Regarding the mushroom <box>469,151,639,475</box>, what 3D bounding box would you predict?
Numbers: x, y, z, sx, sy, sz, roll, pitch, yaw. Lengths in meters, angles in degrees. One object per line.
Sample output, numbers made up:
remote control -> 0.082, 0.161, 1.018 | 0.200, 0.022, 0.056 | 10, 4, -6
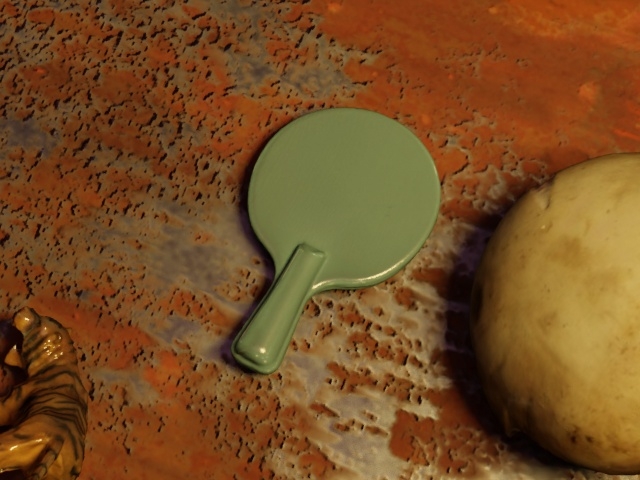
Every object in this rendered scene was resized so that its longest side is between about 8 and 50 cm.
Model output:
mushroom -> 0.220, 0.054, 1.398 | 0.255, 0.184, 0.255 | -8, 76, 36

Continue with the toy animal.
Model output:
toy animal -> -0.203, 0.150, 1.356 | 0.116, 0.255, 0.114 | -43, 107, 4

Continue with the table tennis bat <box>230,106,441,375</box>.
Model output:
table tennis bat -> 0.000, 0.000, 1.490 | 0.149, 0.038, 0.237 | 26, 69, 6
